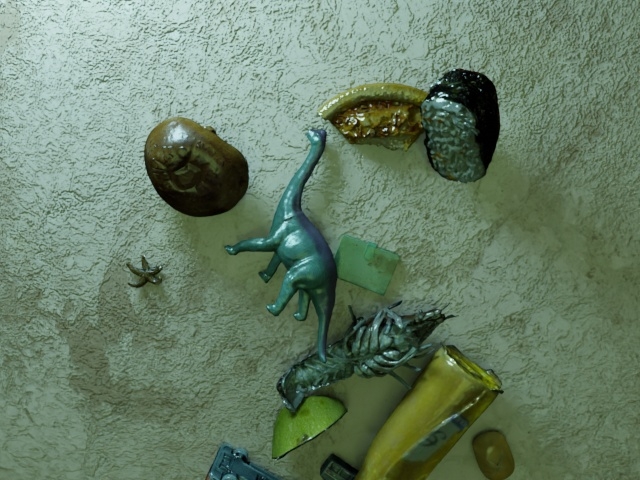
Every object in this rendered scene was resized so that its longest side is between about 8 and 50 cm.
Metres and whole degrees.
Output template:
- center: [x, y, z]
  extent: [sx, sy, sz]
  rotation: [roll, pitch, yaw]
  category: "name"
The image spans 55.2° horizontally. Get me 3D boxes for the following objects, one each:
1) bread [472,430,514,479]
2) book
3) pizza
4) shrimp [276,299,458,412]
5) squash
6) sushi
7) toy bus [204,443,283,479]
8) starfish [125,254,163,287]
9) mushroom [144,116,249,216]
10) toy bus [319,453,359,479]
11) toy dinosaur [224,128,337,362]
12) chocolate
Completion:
- center: [0.396, 0.494, 1.391]
  extent: [0.082, 0.056, 0.115]
  rotation: [-17, 99, 7]
  category: "bread"
- center: [0.096, 0.052, 1.345]
  extent: [0.135, 0.017, 0.103]
  rotation: [21, 102, -1]
  category: "book"
- center: [0.128, -0.258, 1.266]
  extent: [0.271, 0.056, 0.134]
  rotation: [9, 93, 2]
  category: "pizza"
- center: [0.096, 0.240, 1.319]
  extent: [0.410, 0.166, 0.221]
  rotation: [-24, 101, 20]
  category: "shrimp"
- center: [-0.045, 0.397, 1.347]
  extent: [0.192, 0.184, 0.085]
  rotation: [-32, 81, 7]
  category: "squash"
- center: [0.272, -0.215, 1.185]
  extent: [0.136, 0.225, 0.126]
  rotation: [24, 71, 32]
  category: "sushi"
- center: [-0.148, 0.596, 1.417]
  extent: [0.265, 0.121, 0.120]
  rotation: [31, 109, -4]
  category: "toy bus"
- center: [-0.396, 0.074, 1.373]
  extent: [0.091, 0.028, 0.078]
  rotation: [24, 95, 1]
  category: "starfish"
- center: [-0.265, -0.142, 1.268]
  extent: [0.231, 0.138, 0.194]
  rotation: [25, 101, -2]
  category: "mushroom"
- center: [0.077, 0.568, 1.429]
  extent: [0.166, 0.047, 0.065]
  rotation: [34, 97, -3]
  category: "toy bus"
- center: [0.000, 0.000, 1.266]
  extent: [0.331, 0.129, 0.383]
  rotation: [-45, 73, 10]
  category: "toy dinosaur"
- center: [0.208, 0.443, 1.335]
  extent: [0.162, 0.162, 0.445]
  rotation: [34, 98, -3]
  category: "chocolate"
